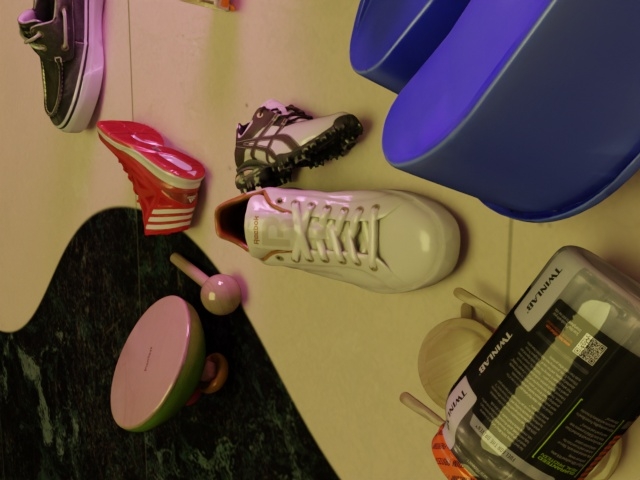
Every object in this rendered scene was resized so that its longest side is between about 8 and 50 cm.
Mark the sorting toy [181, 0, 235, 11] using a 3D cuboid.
[{"bbox_3d":[-0.126,-0.319,0.919,0.083,0.044,0.075,26,108,43],"label":"sorting toy"}]

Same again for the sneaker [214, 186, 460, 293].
[{"bbox_3d":[0.000,0.000,0.771,0.290,0.123,0.106,7,100,46],"label":"sneaker"}]

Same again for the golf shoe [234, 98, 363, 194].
[{"bbox_3d":[-0.037,-0.116,0.826,0.198,0.077,0.094,-18,83,47],"label":"golf shoe"}]

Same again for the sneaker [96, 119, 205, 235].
[{"bbox_3d":[-0.252,-0.080,1.064,0.221,0.087,0.128,36,120,40],"label":"sneaker"}]

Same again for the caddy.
[{"bbox_3d":[0.169,-0.170,0.518,0.341,0.179,0.241,-56,34,38],"label":"caddy"}]

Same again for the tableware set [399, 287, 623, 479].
[{"bbox_3d":[0.172,0.137,0.663,0.194,0.039,0.128,33,105,33],"label":"tableware set"}]

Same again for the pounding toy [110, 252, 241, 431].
[{"bbox_3d":[-0.176,0.154,1.027,0.183,0.110,0.237,18,81,56],"label":"pounding toy"}]

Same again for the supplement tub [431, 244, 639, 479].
[{"bbox_3d":[0.173,0.109,0.568,0.117,0.117,0.190,45,110,34],"label":"supplement tub"}]

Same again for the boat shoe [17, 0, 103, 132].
[{"bbox_3d":[-0.405,-0.330,1.164,0.121,0.119,0.335,29,117,42],"label":"boat shoe"}]
